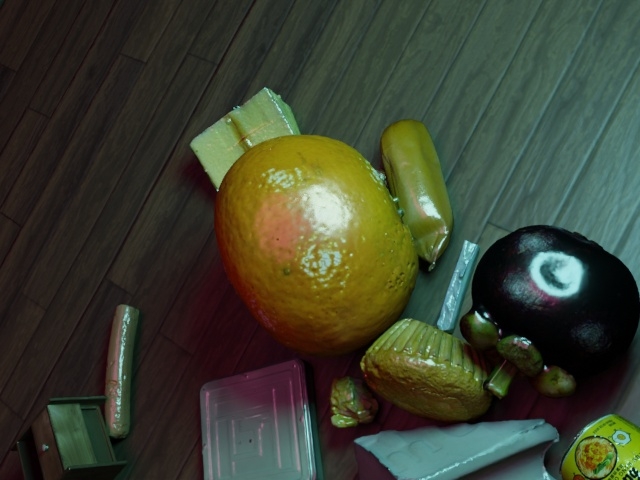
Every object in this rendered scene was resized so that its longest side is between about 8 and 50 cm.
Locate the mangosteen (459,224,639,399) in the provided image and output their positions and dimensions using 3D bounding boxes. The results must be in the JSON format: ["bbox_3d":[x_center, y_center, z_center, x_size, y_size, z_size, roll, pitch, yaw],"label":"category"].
[{"bbox_3d":[0.364,0.129,1.417,0.275,0.275,0.302,30,82,35],"label":"mangosteen"}]

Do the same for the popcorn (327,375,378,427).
[{"bbox_3d":[0.053,0.305,1.640,0.089,0.097,0.109,-34,45,13],"label":"popcorn"}]

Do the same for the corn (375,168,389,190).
[{"bbox_3d":[0.043,-0.085,1.803,0.237,0.079,0.079,-21,63,20],"label":"corn"}]

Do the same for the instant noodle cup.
[{"bbox_3d":[0.471,0.366,1.332,0.182,0.182,0.144,-52,46,4],"label":"instant noodle cup"}]

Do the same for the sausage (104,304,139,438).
[{"bbox_3d":[-0.456,0.299,1.962,0.066,0.066,0.301,-11,67,27],"label":"sausage"}]

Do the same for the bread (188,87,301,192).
[{"bbox_3d":[-0.152,-0.192,1.916,0.240,0.135,0.178,-32,59,15],"label":"bread"}]

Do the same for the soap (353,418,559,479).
[{"bbox_3d":[0.228,0.399,1.498,0.302,0.258,0.159,-16,96,-16],"label":"soap"}]

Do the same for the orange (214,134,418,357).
[{"bbox_3d":[0.000,0.000,1.587,0.326,0.424,0.424,-27,61,12],"label":"orange"}]

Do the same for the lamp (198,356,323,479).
[{"bbox_3d":[-0.127,0.392,1.743,0.266,0.047,0.269,-19,64,25],"label":"lamp"}]

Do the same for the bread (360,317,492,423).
[{"bbox_3d":[0.191,0.229,1.508,0.240,0.240,0.139,7,65,32],"label":"bread"}]

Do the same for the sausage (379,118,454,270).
[{"bbox_3d":[0.195,-0.086,1.691,0.112,0.112,0.328,-22,63,22],"label":"sausage"}]

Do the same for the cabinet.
[{"bbox_3d":[-0.555,0.468,1.870,0.215,0.148,0.175,-47,54,30],"label":"cabinet"}]

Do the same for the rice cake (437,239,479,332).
[{"bbox_3d":[0.260,0.087,1.628,0.030,0.042,0.180,15,81,31],"label":"rice cake"}]
